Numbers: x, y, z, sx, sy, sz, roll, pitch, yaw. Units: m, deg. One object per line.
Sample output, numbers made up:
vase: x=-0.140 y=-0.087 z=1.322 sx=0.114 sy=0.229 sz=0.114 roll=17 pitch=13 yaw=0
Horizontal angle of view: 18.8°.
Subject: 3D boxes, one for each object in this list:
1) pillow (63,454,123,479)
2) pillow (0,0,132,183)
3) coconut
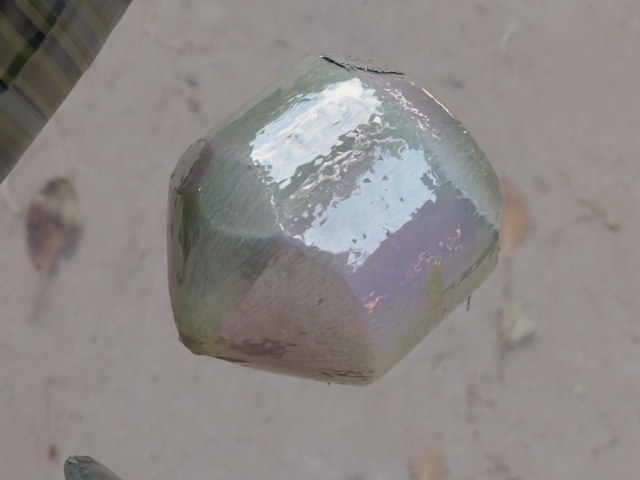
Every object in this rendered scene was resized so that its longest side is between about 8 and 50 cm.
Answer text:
pillow: x=-0.116 y=0.212 z=1.233 sx=0.051 sy=0.093 sz=0.241 roll=-30 pitch=24 yaw=-8
pillow: x=-0.153 y=-0.126 z=0.997 sx=0.052 sy=0.208 sz=0.212 roll=33 pitch=83 yaw=12
coconut: x=0.000 y=0.000 z=1.021 sx=0.183 sy=0.171 sz=0.171 roll=-42 pitch=73 yaw=-9
